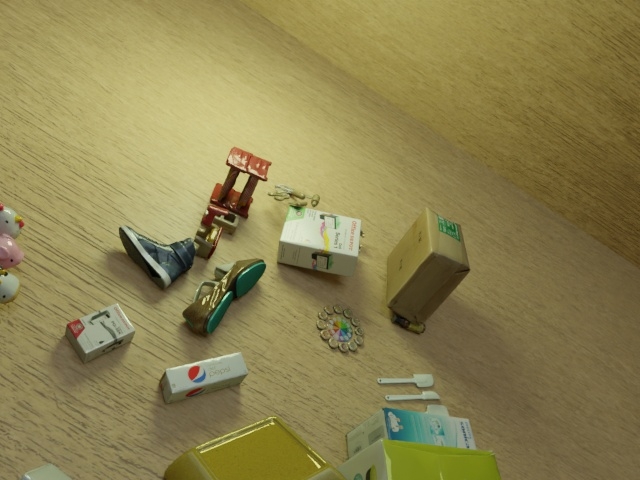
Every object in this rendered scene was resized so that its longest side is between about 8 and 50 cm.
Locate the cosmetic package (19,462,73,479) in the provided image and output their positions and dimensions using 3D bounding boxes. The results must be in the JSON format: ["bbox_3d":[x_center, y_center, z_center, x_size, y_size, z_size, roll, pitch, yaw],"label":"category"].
[{"bbox_3d":[-0.505,0.540,0.889,0.183,0.151,0.151,36,68,0],"label":"cosmetic package"}]

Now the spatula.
[{"bbox_3d":[0.307,0.520,1.590,0.242,0.019,0.168,8,49,-29],"label":"spatula"}]

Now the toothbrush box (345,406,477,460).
[{"bbox_3d":[0.252,0.580,1.349,0.295,0.216,0.126,16,45,-23],"label":"toothbrush box"}]

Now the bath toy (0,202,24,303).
[{"bbox_3d":[-0.815,0.046,1.192,0.151,0.129,0.348,10,46,-26],"label":"bath toy"}]

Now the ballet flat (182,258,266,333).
[{"bbox_3d":[-0.300,0.145,1.480,0.124,0.116,0.342,23,43,14],"label":"ballet flat"}]

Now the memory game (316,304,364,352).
[{"bbox_3d":[0.069,0.297,1.641,0.186,0.012,0.186,19,44,-19],"label":"memory game"}]

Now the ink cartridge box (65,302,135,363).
[{"bbox_3d":[-0.564,0.235,1.238,0.135,0.056,0.099,-26,68,-45],"label":"ink cartridge box"}]

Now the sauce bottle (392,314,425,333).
[{"bbox_3d":[0.327,0.307,1.782,0.128,0.042,0.042,24,42,-17],"label":"sauce bottle"}]

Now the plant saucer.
[{"bbox_3d":[-0.138,0.525,1.094,0.332,0.081,0.333,-9,19,-38],"label":"plant saucer"}]

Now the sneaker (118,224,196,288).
[{"bbox_3d":[-0.484,0.017,1.461,0.226,0.086,0.163,49,53,0],"label":"sneaker"}]

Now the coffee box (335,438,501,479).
[{"bbox_3d":[0.222,0.699,1.126,0.338,0.334,0.338,16,45,-21],"label":"coffee box"}]

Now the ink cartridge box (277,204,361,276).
[{"bbox_3d":[0.000,0.000,1.738,0.278,0.117,0.201,12,44,-1],"label":"ink cartridge box"}]

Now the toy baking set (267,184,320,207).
[{"bbox_3d":[-0.095,-0.178,1.859,0.196,0.030,0.256,15,18,4],"label":"toy baking set"}]

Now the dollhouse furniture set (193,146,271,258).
[{"bbox_3d":[-0.299,-0.121,1.638,0.152,0.201,0.374,23,42,-15],"label":"dollhouse furniture set"}]

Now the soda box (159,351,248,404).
[{"bbox_3d":[-0.307,0.363,1.279,0.216,0.074,0.069,-6,56,-37],"label":"soda box"}]

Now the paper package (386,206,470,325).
[{"bbox_3d":[0.393,0.089,1.807,0.168,0.309,0.325,28,32,-9],"label":"paper package"}]

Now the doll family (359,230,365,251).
[{"bbox_3d":[0.100,0.006,1.887,0.111,0.076,0.193,30,44,-14],"label":"doll family"}]
